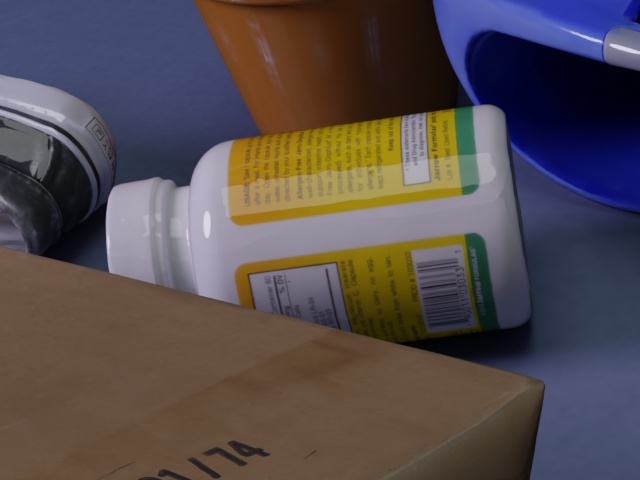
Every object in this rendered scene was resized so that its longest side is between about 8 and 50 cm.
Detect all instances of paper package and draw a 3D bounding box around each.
[{"bbox_3d":[-0.120,0.139,0.660,0.309,0.168,0.325,13,19,31],"label":"paper package"}]

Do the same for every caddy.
[{"bbox_3d":[0.224,-0.128,0.963,0.341,0.241,0.179,10,35,31],"label":"caddy"}]

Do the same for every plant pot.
[{"bbox_3d":[0.008,-0.157,1.121,0.205,0.188,0.205,-9,34,6],"label":"plant pot"}]

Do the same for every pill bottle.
[{"bbox_3d":[0.000,0.000,0.957,0.208,0.118,0.118,-8,34,7],"label":"pill bottle"}]

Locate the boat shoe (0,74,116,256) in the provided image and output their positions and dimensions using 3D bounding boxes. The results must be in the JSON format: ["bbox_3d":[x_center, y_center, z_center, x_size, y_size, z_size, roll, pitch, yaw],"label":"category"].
[{"bbox_3d":[-0.294,-0.054,1.128,0.335,0.121,0.119,6,33,22],"label":"boat shoe"}]
